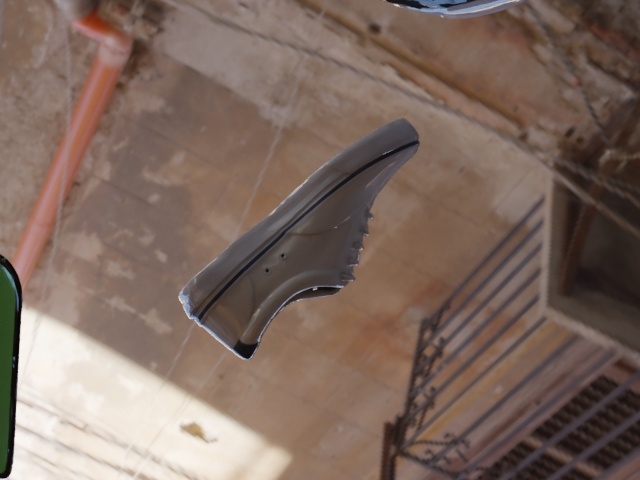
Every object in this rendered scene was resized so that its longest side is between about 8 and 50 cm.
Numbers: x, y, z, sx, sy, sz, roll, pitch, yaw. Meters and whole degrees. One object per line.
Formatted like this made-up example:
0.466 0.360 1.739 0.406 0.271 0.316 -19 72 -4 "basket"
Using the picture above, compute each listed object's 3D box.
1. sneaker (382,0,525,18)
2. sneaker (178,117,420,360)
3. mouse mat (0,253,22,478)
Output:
-0.005 -0.177 0.567 0.147 0.104 0.296 -2 -165 -42 "sneaker"
0.000 0.000 0.967 0.258 0.094 0.091 -42 -93 -10 "sneaker"
-0.234 0.035 0.617 0.190 0.152 0.007 28 -144 21 "mouse mat"
